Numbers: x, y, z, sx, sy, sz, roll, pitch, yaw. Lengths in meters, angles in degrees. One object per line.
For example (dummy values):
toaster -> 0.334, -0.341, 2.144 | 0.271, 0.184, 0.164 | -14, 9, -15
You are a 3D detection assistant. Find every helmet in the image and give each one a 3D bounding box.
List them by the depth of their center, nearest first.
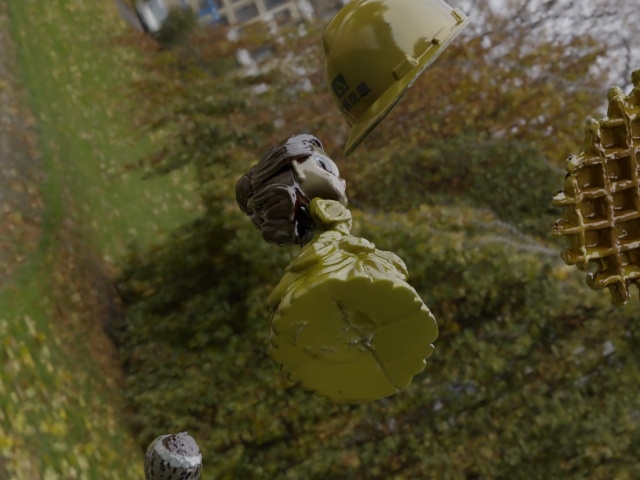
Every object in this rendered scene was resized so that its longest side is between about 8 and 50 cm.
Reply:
helmet -> 0.072, -0.244, 1.453 | 0.140, 0.257, 0.205 | 45, -33, -1

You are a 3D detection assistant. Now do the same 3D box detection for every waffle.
waffle -> 0.349, -0.045, 1.183 | 0.228, 0.232, 0.051 | 33, 2, -20

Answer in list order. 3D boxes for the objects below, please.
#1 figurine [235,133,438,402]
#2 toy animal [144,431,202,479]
figurine -> 0.004, -0.002, 1.224 | 0.187, 0.168, 0.315 | 25, 31, -32
toy animal -> -0.238, 0.367, 1.789 | 0.098, 0.098, 0.137 | 71, 28, -49
